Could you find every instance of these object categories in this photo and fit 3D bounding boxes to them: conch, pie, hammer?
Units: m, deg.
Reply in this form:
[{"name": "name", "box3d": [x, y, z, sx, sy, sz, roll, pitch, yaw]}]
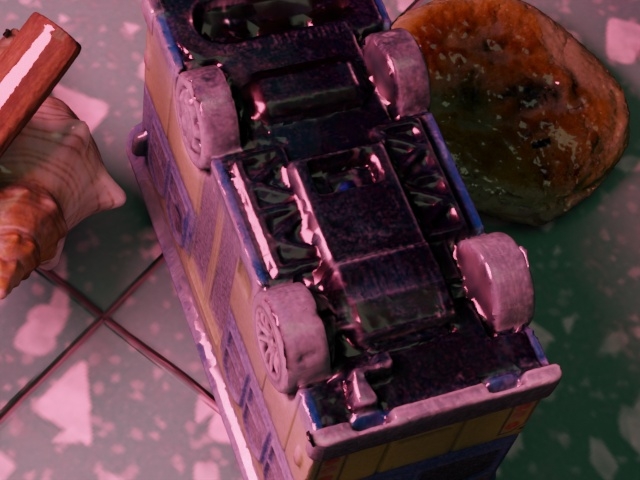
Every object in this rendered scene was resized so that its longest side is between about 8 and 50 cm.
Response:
[{"name": "conch", "box3d": [-0.184, -0.029, 0.986, 0.114, 0.234, 0.137, 32, 99, -13]}, {"name": "pie", "box3d": [0.120, -0.093, 1.110, 0.186, 0.041, 0.187, 5, 58, -8]}, {"name": "hammer", "box3d": [-0.254, 0.028, 0.885, 0.111, 0.043, 0.365, 37, 87, 21]}]

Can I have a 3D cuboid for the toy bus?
[{"name": "toy bus", "box3d": [0.000, 0.000, 0.947, 0.152, 0.190, 0.312, -14, 63, -17]}]
